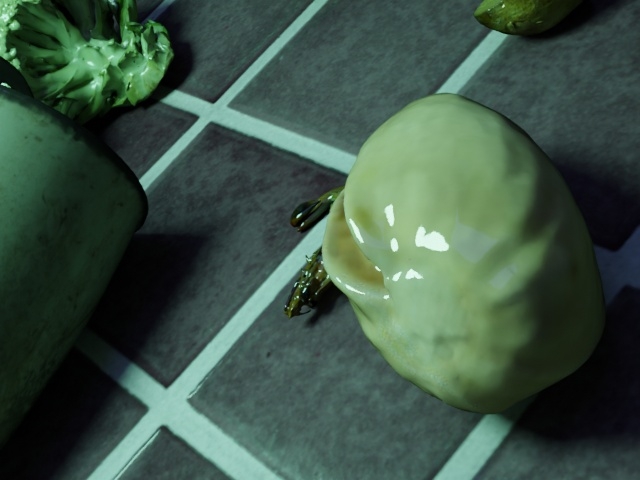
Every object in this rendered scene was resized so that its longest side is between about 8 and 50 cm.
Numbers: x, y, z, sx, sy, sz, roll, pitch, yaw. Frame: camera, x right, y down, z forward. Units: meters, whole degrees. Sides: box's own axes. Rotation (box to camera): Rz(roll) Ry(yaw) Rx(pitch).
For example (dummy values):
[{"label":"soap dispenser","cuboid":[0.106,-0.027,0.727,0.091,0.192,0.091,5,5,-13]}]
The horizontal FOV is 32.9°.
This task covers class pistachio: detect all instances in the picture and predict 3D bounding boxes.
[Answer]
[{"label":"pistachio","cuboid":[0.112,-0.006,0.854,0.318,0.214,0.193,-91,20,-54]}]

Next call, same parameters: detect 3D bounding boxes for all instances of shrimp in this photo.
[{"label":"shrimp","cuboid":[-0.001,-0.001,1.044,0.124,0.034,0.178,17,61,49]}]

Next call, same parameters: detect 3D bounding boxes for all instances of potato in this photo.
[{"label":"potato","cuboid":[0.213,-0.240,1.101,0.103,0.066,0.096,-35,14,16]}]

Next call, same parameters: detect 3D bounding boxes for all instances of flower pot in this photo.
[{"label":"flower pot","cuboid":[-0.371,0.042,1.083,0.294,0.293,0.330,-1,55,37]}]

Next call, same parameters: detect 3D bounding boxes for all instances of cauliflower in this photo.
[{"label":"cauliflower","cuboid":[-0.314,-0.246,1.423,0.250,0.275,0.272,8,18,-1]}]

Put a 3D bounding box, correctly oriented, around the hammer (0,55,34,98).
[{"label":"hammer","cuboid":[-0.480,-0.029,1.274,0.044,0.168,0.440,41,105,48]}]
